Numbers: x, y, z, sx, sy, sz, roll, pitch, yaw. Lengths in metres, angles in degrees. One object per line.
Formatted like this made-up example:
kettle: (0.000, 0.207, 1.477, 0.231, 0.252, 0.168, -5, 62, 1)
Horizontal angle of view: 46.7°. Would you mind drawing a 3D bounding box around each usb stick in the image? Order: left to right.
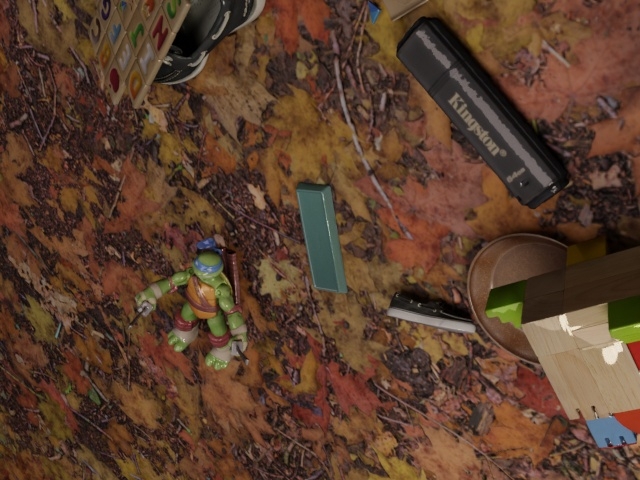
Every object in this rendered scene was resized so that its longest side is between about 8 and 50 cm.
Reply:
usb stick: (0.201, -0.162, 0.937, 0.278, 0.045, 0.077, 51, 134, 5)

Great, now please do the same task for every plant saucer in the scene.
plant saucer: (0.000, 0.000, 1.214, 0.067, 0.018, 0.192, 8, 119, 37)
plant saucer: (0.294, 0.076, 0.997, 0.199, 0.036, 0.198, 20, 125, 31)

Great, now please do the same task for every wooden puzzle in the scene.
wooden puzzle: (0.104, -0.328, 0.950, 0.116, 0.014, 0.078, -11, 101, 42)

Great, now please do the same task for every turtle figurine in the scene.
turtle figurine: (-0.234, 0.159, 1.345, 0.266, 0.198, 0.274, 99, 165, -54)

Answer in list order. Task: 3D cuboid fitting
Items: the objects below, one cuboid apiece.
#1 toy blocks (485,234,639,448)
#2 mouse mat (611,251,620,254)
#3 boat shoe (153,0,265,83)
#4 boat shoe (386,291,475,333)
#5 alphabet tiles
toy blocks: (0.414, 0.131, 0.824, 0.382, 0.190, 0.260, -20, 112, 30)
mouse mat: (0.401, 0.084, 0.898, 0.190, 0.007, 0.152, -2, 109, 25)
boat shoe: (-0.212, -0.327, 1.157, 0.303, 0.091, 0.114, -29, 93, 45)
boat shoe: (0.166, 0.108, 1.116, 0.142, 0.049, 0.040, 10, 81, 30)
alphabet tiles: (-0.296, -0.391, 1.174, 0.342, 0.011, 0.285, -47, 59, 44)
